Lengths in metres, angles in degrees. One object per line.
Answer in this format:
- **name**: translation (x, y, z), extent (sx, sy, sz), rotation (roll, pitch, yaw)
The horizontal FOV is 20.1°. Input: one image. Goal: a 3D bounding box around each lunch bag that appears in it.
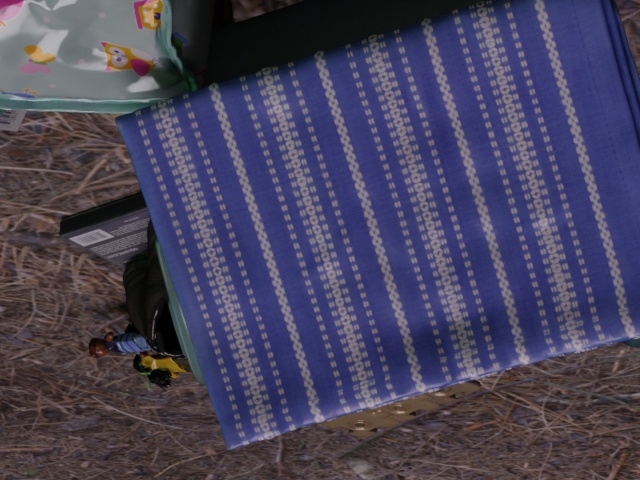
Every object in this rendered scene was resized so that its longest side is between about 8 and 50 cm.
- **lunch bag**: translation (-0.207, -0.206, 1.242), extent (0.262, 0.223, 0.160), rotation (-2, 149, 10)

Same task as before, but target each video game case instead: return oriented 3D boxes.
- **video game case**: translation (-0.118, 0.013, 1.962), extent (0.196, 0.026, 0.274), rotation (-16, 151, 35)

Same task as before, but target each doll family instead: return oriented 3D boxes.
- **doll family**: translation (-0.200, 0.130, 2.179), extent (0.111, 0.076, 0.193), rotation (-5, 150, 25)

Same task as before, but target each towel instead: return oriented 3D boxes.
- **towel**: translation (0.059, -0.014, 1.174), extent (0.336, 0.243, 0.040), rotation (-16, -170, 8)

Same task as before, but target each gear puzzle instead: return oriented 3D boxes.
- **gear puzzle**: translation (0.096, 0.167, 2.272), extent (0.175, 0.044, 0.339), rotation (21, 147, -32)

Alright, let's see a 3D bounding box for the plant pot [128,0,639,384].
- **plant pot**: translation (0.043, -0.048, 1.338), extent (0.334, 0.341, 0.341), rotation (-14, 155, -1)

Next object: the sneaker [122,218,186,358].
- **sneaker**: translation (-0.157, 0.074, 1.916), extent (0.109, 0.130, 0.286), rotation (3, 157, -7)

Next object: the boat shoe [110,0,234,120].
- **boat shoe**: translation (-0.130, -0.128, 1.542), extent (0.116, 0.123, 0.324), rotation (3, 154, 6)

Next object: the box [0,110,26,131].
- **box**: translation (-0.250, -0.177, 1.416), extent (0.072, 0.137, 0.126), rotation (12, 154, -18)
